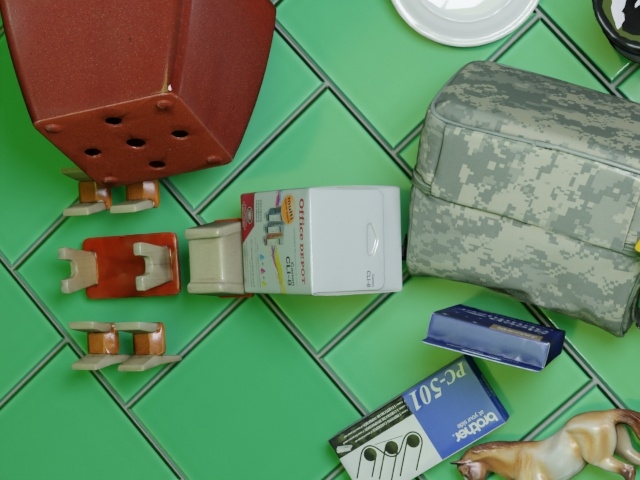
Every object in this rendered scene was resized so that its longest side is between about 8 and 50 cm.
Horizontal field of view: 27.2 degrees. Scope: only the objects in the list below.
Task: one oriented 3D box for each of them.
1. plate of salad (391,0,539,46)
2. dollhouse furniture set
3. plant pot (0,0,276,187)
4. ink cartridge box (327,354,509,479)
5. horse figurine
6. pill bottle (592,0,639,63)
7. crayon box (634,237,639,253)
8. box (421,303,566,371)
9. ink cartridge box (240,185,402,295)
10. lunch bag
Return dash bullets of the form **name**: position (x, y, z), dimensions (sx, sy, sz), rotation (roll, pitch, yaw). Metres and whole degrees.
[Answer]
- **plate of salad**: position (0.177, -0.336, 1.612), dimensions (0.200, 0.048, 0.199), rotation (1, 96, 6)
- **dollhouse furniture set**: position (-0.202, 0.031, 1.711), dimensions (0.259, 0.135, 0.262), rotation (-3, 91, 27)
- **plant pot**: position (-0.217, -0.214, 1.577), dimensions (0.267, 0.267, 0.235), rotation (-10, 65, 17)
- **ink cartridge box**: position (0.121, 0.234, 1.645), dimensions (0.207, 0.046, 0.097), rotation (-33, 84, 14)
- **horse figurine**: position (0.308, 0.276, 1.579), dimensions (0.263, 0.066, 0.174), rotation (-35, 76, 22)
- **pill bottle**: position (0.370, -0.259, 1.468), dimensions (0.123, 0.219, 0.122), rotation (1, 92, 16)
- **crayon box**: position (0.462, -0.034, 1.399), dimensions (0.083, 0.323, 0.203), rotation (39, 103, 40)
- **box**: position (0.203, 0.110, 1.524), dimensions (0.136, 0.225, 0.036), rotation (14, 95, 15)
- **ink cartridge box**: position (0.000, 0.000, 1.589), dimensions (0.176, 0.127, 0.128), rotation (-2, 90, 59)
- **lunch bag**: position (0.249, -0.038, 1.517), dimensions (0.305, 0.212, 0.256), rotation (17, 120, 15)
